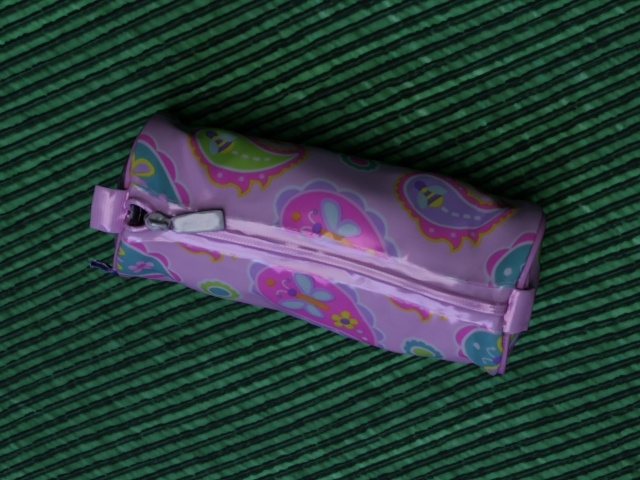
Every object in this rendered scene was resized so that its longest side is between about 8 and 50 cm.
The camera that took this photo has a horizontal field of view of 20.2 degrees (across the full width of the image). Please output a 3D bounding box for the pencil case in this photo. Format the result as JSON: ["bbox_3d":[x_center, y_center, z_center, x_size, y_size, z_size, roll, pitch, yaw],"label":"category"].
[{"bbox_3d":[0.000,0.000,1.160,0.284,0.124,0.124,15,111,3],"label":"pencil case"}]
